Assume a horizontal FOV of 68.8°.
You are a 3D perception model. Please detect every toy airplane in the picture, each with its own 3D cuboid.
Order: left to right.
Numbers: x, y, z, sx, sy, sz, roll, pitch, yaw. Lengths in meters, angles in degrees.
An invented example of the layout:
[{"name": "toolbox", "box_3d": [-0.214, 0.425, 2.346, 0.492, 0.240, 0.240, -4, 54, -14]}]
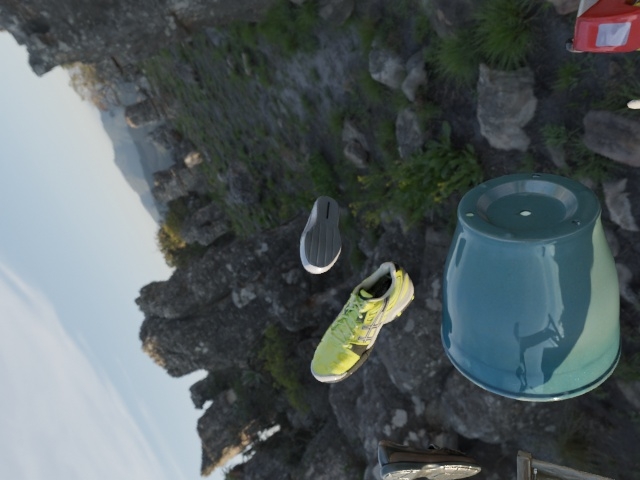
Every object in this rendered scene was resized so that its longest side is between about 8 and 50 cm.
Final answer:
[{"name": "toy airplane", "box_3d": [0.737, -0.464, 0.932, 0.385, 0.385, 0.273, 24, -156, -32]}]

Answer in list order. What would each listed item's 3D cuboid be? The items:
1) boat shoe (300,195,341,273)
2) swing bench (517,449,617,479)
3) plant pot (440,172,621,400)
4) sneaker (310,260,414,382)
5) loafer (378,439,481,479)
[{"name": "boat shoe", "box_3d": [0.000, 0.000, 0.997, 0.083, 0.226, 0.076, 23, 131, -6]}, {"name": "swing bench", "box_3d": [0.329, 0.393, 0.526, 0.253, 0.254, 0.166, 1, 91, 36]}, {"name": "plant pot", "box_3d": [0.307, 0.050, 0.706, 0.271, 0.271, 0.256, 39, 152, 52]}, {"name": "sneaker", "box_3d": [0.098, 0.208, 1.271, 0.145, 0.385, 0.147, 26, 158, 40]}, {"name": "loafer", "box_3d": [0.260, 0.516, 1.113, 0.084, 0.267, 0.096, -101, 29, -43]}]
